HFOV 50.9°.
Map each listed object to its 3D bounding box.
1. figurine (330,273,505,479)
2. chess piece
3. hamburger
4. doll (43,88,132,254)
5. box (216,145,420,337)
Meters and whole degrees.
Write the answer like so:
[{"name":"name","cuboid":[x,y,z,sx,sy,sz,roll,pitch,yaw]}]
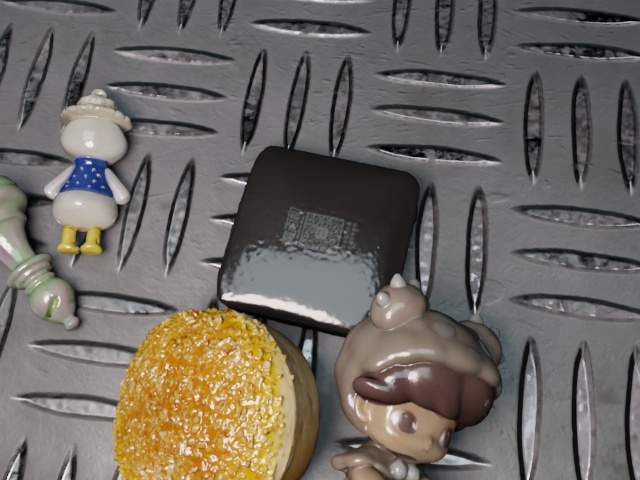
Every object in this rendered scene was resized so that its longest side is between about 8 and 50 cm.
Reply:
[{"name":"figurine","cuboid":[0.107,0.252,0.923,0.248,0.203,0.380,27,80,-25]},{"name":"chess piece","cuboid":[-0.474,0.036,1.073,0.139,0.139,0.271,-39,83,-12]},{"name":"hamburger","cuboid":[-0.144,0.234,0.898,0.302,0.170,0.302,-12,70,36]},{"name":"doll","cuboid":[-0.387,-0.119,1.130,0.138,0.119,0.293,2,75,-6]},{"name":"box","cuboid":[0.000,0.000,1.085,0.289,0.073,0.290,12,70,6]}]
